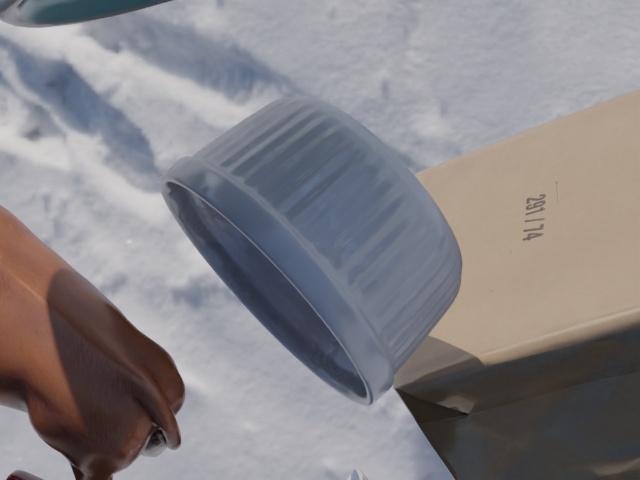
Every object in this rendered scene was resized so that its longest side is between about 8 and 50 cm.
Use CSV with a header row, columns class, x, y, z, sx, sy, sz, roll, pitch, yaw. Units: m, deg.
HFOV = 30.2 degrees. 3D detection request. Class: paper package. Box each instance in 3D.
class,x,y,z,sx,sy,sz,roll,pitch,yaw
paper package,0.231,0.035,0.977,0.309,0.325,0.168,-21,119,21

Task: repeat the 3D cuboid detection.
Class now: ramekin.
class,x,y,z,sx,sy,sz,roll,pitch,yaw
ramekin,0.000,0.000,0.796,0.109,0.207,0.207,-43,59,-13

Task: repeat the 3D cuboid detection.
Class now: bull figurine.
class,x,y,z,sx,sy,sz,roll,pitch,yaw
bull figurine,-0.206,0.045,0.761,0.310,0.101,0.188,43,147,20

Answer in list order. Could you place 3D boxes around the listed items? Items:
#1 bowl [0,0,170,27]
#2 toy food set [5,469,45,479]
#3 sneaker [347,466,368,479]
class,x,y,z,sx,sy,sz,roll,pitch,yaw
bowl,-0.097,-0.210,0.581,0.311,0.311,0.163,-17,94,40
toy food set,-0.217,0.200,0.728,0.232,0.111,0.104,25,93,-2
sneaker,-0.009,0.281,0.939,0.182,0.315,0.127,-35,76,-3
